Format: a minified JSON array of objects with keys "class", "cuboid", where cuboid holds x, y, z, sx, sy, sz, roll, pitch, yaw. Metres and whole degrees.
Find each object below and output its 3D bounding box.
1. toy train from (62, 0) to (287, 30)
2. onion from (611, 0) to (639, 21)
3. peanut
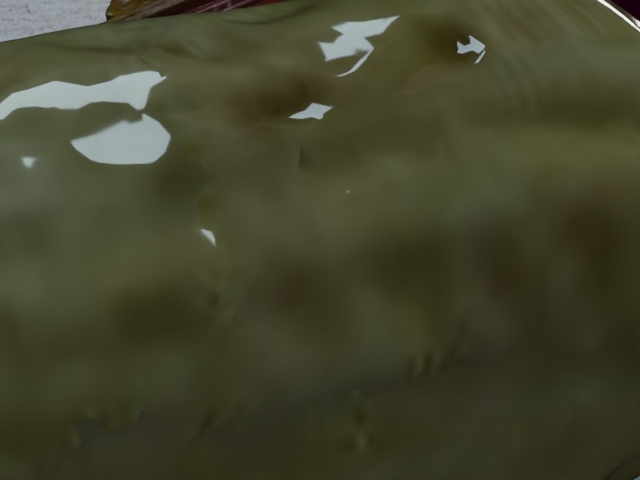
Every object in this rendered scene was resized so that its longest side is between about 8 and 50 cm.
[{"class":"toy train","cuboid":[-0.016,-0.127,1.198,0.369,0.163,0.231,-22,23,4]},{"class":"onion","cuboid":[0.294,-0.189,1.287,0.398,0.398,0.420,-10,-15,-37]},{"class":"peanut","cuboid":[-0.037,0.022,0.478,0.387,0.169,0.192,-11,-13,-27]}]
